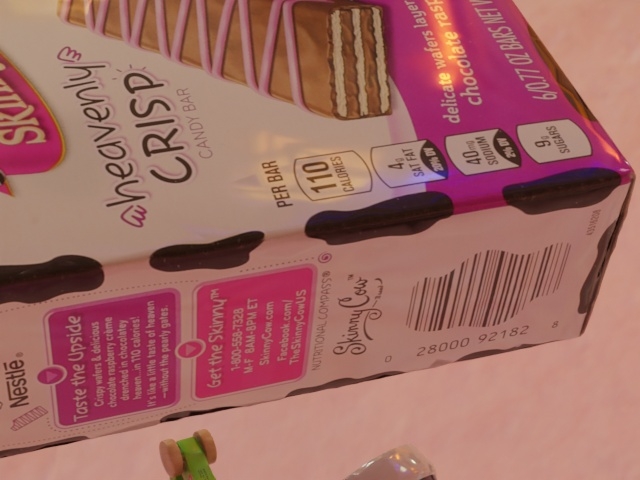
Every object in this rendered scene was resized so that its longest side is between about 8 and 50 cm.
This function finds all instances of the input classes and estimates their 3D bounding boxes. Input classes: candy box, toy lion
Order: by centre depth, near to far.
[{"bbox_3d":[-0.053,-0.029,0.380,0.233,0.071,0.159,-11,47,-15],"label":"candy box"},{"bbox_3d":[-0.070,0.184,0.829,0.034,0.096,0.100,-13,42,-27],"label":"toy lion"}]

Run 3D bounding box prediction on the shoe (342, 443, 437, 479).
[{"bbox_3d":[0.002,0.161,0.488,0.081,0.178,0.063,49,24,25],"label":"shoe"}]
